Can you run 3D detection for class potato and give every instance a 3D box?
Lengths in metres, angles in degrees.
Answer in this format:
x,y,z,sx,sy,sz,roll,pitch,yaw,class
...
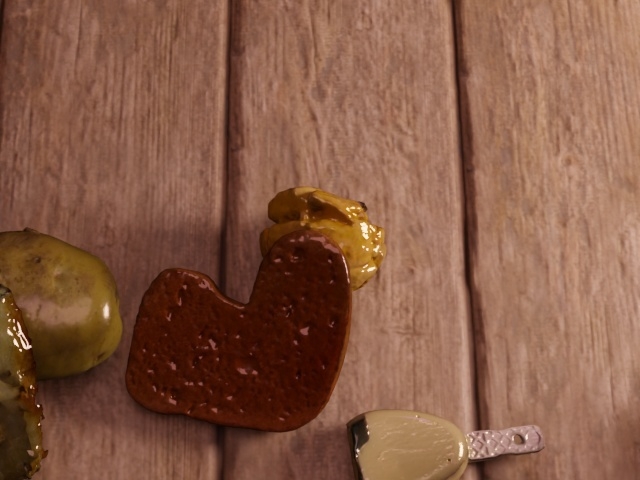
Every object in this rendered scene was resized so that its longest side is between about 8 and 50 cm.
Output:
x,y,z,sx,sy,sz,roll,pitch,yaw,class
-0.368,0.082,1.684,0.228,0.148,0.197,-8,80,-6,potato

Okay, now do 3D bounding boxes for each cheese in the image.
x,y,z,sx,sy,sz,roll,pitch,yaw,class
0.161,0.267,1.693,0.251,0.054,0.127,-6,66,-8,cheese

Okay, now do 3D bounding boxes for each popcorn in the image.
x,y,z,sx,sy,sz,roll,pitch,yaw,class
0.000,0.000,1.752,0.167,0.148,0.152,34,36,-7,popcorn

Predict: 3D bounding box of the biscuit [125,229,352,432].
x,y,z,sx,sy,sz,roll,pitch,yaw,class
-0.101,0.106,1.690,0.277,0.052,0.262,7,96,3,biscuit

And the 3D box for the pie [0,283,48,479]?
x,y,z,sx,sy,sz,roll,pitch,yaw,class
-0.474,0.155,1.596,0.354,0.288,0.103,27,25,21,pie
